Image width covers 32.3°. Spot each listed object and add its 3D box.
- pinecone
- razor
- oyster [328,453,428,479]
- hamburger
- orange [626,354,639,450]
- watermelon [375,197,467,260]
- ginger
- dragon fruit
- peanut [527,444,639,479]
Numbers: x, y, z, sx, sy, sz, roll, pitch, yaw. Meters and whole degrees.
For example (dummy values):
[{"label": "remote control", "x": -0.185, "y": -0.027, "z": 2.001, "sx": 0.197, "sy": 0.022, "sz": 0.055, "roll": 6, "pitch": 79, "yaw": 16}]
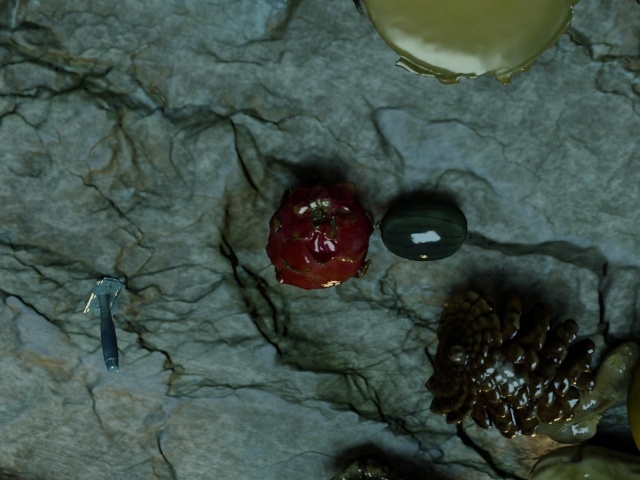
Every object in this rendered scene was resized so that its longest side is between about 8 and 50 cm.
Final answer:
[{"label": "pinecone", "x": 0.249, "y": 0.160, "z": 1.395, "sx": 0.212, "sy": 0.168, "sz": 0.185, "roll": 22, "pitch": 120, "yaw": -11}, {"label": "razor", "x": -0.272, "y": 0.118, "z": 1.421, "sx": 0.040, "sy": 0.135, "sz": 0.068, "roll": 9, "pitch": 129, "yaw": -26}, {"label": "oyster", "x": 0.118, "y": 0.373, "z": 1.596, "sx": 0.233, "sy": 0.161, "sz": 0.107, "roll": 11, "pitch": 86, "yaw": -5}, {"label": "hamburger", "x": 0.153, "y": -0.281, "z": 1.092, "sx": 0.237, "sy": 0.148, "sz": 0.237, "roll": 7, "pitch": 131, "yaw": 8}, {"label": "orange", "x": 0.525, "y": 0.208, "z": 1.369, "sx": 0.279, "sy": 0.235, "sz": 0.279, "roll": -4, "pitch": 129, "yaw": -5}, {"label": "watermelon", "x": 0.122, "y": -0.013, "z": 1.335, "sx": 0.111, "sy": 0.078, "sz": 0.078, "roll": -3, "pitch": 126, "yaw": 7}, {"label": "ginger", "x": 0.344, "y": 0.208, "z": 1.493, "sx": 0.133, "sy": 0.059, "sz": 0.214, "roll": 23, "pitch": 126, "yaw": -18}, {"label": "dragon fruit", "x": 0.000, "y": 0.000, "z": 1.320, "sx": 0.133, "sy": 0.136, "sz": 0.166, "roll": 23, "pitch": 136, "yaw": -11}, {"label": "peanut", "x": 0.456, "y": 0.377, "z": 1.548, "sx": 0.340, "sy": 0.158, "sz": 0.174, "roll": 5, "pitch": 168, "yaw": 5}]
